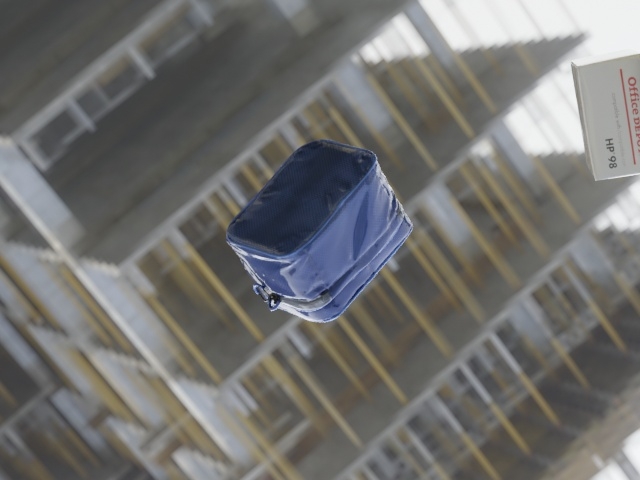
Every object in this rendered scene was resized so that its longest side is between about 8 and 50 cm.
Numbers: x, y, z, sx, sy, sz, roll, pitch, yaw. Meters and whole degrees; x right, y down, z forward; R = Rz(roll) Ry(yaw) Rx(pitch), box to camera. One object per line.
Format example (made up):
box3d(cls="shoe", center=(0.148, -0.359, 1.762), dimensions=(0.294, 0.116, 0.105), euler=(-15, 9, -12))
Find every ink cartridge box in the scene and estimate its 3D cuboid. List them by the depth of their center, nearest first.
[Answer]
box3d(cls="ink cartridge box", center=(0.262, -0.113, 1.666), dimensions=(0.060, 0.104, 0.180), euler=(-9, -174, 6))

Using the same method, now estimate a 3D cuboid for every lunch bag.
box3d(cls="lunch bag", center=(0.000, 0.000, 1.049), dimensions=(0.098, 0.065, 0.067), euler=(-48, -141, -19))
